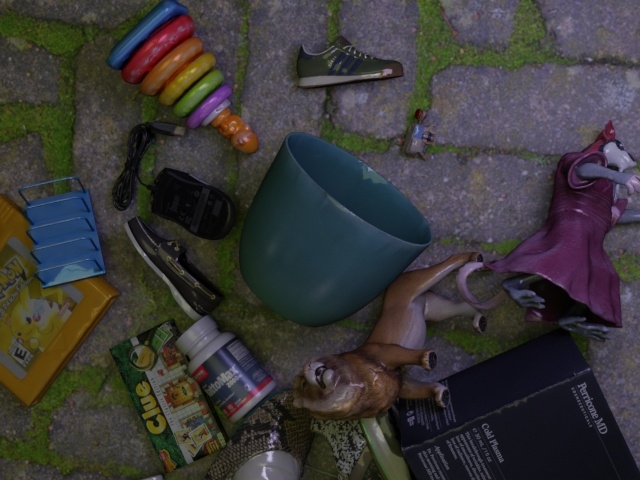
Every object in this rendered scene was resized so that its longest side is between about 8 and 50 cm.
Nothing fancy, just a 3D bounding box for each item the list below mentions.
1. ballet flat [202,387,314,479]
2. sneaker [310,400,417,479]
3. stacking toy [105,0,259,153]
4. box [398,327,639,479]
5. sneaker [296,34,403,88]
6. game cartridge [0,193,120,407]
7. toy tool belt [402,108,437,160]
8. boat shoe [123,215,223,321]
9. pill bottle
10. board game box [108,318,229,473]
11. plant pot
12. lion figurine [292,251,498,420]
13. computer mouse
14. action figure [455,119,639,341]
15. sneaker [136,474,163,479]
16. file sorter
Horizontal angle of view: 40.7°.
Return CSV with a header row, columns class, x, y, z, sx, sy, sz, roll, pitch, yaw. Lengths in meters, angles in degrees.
class,x,y,z,sx,sy,sz,roll,pitch,yaw
ballet flat,-0.157,0.484,1.520,0.164,0.182,0.483,38,99,-29
sneaker,0.095,0.458,1.508,0.182,0.158,0.411,-19,81,15
stacking toy,-0.221,-0.267,1.544,0.165,0.175,0.302,-41,99,8
box,0.339,0.371,1.399,0.312,0.179,0.343,-25,104,11
sneaker,0.048,-0.320,1.523,0.192,0.064,0.086,-4,96,12
game cartridge,-0.589,0.109,1.648,0.323,0.052,0.285,38,97,5
toy tool belt,0.181,-0.186,1.520,0.051,0.052,0.083,15,98,-23
boat shoe,-0.269,0.040,1.582,0.068,0.081,0.228,-38,93,5
pill bottle,-0.175,0.228,1.555,0.108,0.108,0.180,-43,85,8
board game box,-0.283,0.292,1.615,0.136,0.030,0.260,-26,87,11
plant pot,0.000,0.000,1.441,0.293,0.293,0.235,39,110,6
lion figurine,0.132,0.157,1.454,0.240,0.392,0.142,-2,124,41
computer mouse,-0.251,-0.115,1.585,0.261,0.060,0.184,18,99,20
action figure,0.420,-0.027,1.420,0.275,0.248,0.370,0,61,36
sneaker,-0.361,0.498,1.618,0.152,0.058,0.085,-15,81,3
file sorter,-0.471,-0.017,1.566,0.118,0.104,0.170,-13,75,-9
